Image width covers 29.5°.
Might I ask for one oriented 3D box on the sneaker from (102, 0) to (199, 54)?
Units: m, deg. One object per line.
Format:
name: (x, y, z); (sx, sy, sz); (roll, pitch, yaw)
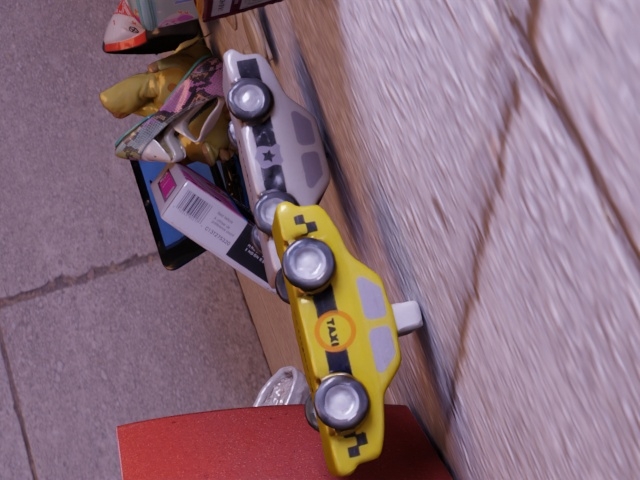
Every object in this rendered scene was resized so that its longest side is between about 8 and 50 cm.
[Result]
sneaker: (-0.233, -0.334, 1.648); (0.270, 0.090, 0.145); (-177, 83, -66)

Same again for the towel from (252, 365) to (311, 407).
towel: (-0.045, 0.285, 1.191); (0.049, 0.282, 0.187); (11, 156, 39)

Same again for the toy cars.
toy cars: (0.000, 0.000, 0.911); (0.393, 0.087, 0.176); (-111, 12, -50)

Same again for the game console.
game console: (-0.239, -0.140, 2.069); (0.250, 0.173, 0.293); (85, 165, -64)

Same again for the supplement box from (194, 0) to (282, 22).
supplement box: (-0.067, -0.248, 0.780); (0.104, 0.081, 0.188); (180, 73, -83)

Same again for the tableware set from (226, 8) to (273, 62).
tableware set: (-0.073, -0.219, 1.177); (0.168, 0.020, 0.141); (117, 132, -79)

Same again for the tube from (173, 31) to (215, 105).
tube: (-0.207, -0.300, 1.895); (0.070, 0.062, 0.240); (-4, 101, 47)

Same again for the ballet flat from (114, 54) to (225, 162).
ballet flat: (-0.192, -0.155, 1.624); (0.079, 0.221, 0.077); (55, -150, 6)

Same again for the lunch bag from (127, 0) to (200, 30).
lunch bag: (-0.209, -0.403, 1.402); (0.224, 0.108, 0.279); (90, 160, -70)

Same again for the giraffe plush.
giraffe plush: (-0.188, -0.183, 1.754); (0.210, 0.181, 0.170); (-18, 103, 48)

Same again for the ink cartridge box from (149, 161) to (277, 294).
ink cartridge box: (-0.140, -0.031, 1.651); (0.176, 0.069, 0.371); (35, 180, -14)

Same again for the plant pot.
plant pot: (0.001, 0.273, 0.940); (0.267, 0.236, 0.267); (-124, 16, -66)
